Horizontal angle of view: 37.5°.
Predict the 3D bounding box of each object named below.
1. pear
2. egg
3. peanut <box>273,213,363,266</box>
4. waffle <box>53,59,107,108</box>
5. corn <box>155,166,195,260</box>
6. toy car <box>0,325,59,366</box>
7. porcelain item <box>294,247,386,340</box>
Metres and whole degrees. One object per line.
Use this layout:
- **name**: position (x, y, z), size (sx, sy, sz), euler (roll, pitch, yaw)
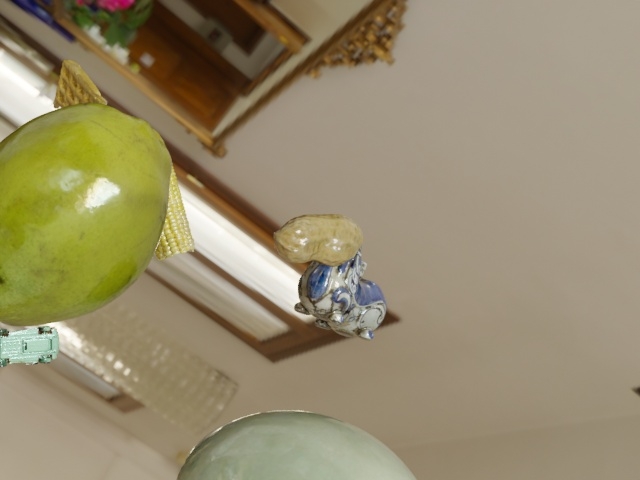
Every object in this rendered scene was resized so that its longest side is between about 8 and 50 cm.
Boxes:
- **pear**: position (-0.275, -0.026, 1.016), size (0.269, 0.212, 0.212), euler (-54, -164, -9)
- **egg**: position (-0.018, 0.371, 1.260), size (0.336, 0.278, 0.278), euler (4, -132, 25)
- **peanut**: position (0.000, 0.000, 1.789), size (0.108, 0.226, 0.095), euler (45, -63, 32)
- **waffle**: position (-0.476, -0.266, 1.872), size (0.191, 0.032, 0.125), euler (50, -53, 37)
- **corn**: position (-0.314, -0.082, 1.814), size (0.093, 0.244, 0.093), euler (-17, 174, -2)
- **toy car**: position (-0.467, 0.164, 1.468), size (0.035, 0.122, 0.059), euler (10, -80, 60)
- **porcelain item**: position (0.050, 0.102, 2.021), size (0.138, 0.288, 0.186), euler (12, -104, 29)
